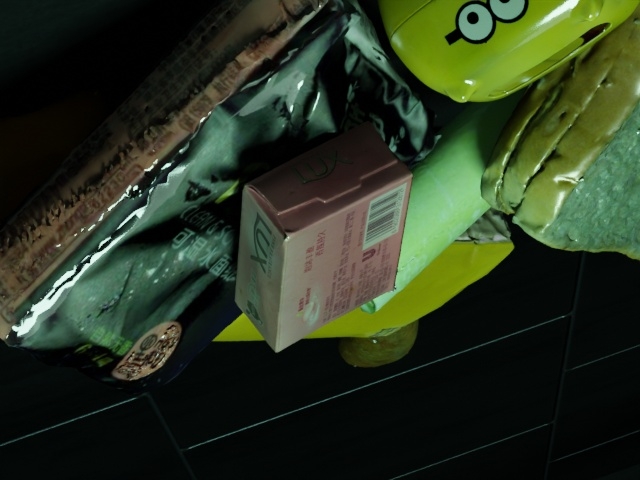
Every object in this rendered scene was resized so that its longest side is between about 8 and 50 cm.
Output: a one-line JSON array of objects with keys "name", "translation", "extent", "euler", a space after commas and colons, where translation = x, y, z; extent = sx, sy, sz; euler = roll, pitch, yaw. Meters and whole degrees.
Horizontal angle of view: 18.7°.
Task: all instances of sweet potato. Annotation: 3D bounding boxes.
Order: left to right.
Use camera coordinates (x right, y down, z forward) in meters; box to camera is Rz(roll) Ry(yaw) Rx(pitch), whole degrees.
[{"name": "sweet potato", "translation": [0.043, 0.072, 1.948], "extent": [0.108, 0.079, 0.346], "euler": [-11, 158, 10]}]

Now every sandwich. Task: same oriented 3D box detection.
[{"name": "sandwich", "translation": [0.273, -0.122, 1.485], "extent": [0.271, 0.099, 0.301], "euler": [3, 124, -57]}]

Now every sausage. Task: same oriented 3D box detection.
[{"name": "sausage", "translation": [-0.225, -0.046, 1.395], "extent": [0.179, 0.089, 0.089], "euler": [-27, 160, -9]}]

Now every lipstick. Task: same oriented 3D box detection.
[{"name": "lipstick", "translation": [0.120, -0.062, 1.523], "extent": [0.304, 0.076, 0.076], "euler": [-41, 164, -15]}]

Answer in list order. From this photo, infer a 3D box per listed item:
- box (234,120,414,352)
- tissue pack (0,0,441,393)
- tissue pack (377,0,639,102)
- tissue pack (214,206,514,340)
[{"name": "box", "translation": [0.000, 0.000, 1.345], "extent": [0.111, 0.060, 0.156], "euler": [-28, 150, -24]}, {"name": "tissue pack", "translation": [-0.079, -0.037, 1.378], "extent": [0.332, 0.123, 0.245], "euler": [-44, 159, 3]}, {"name": "tissue pack", "translation": [0.135, -0.173, 1.350], "extent": [0.178, 0.127, 0.123], "euler": [-31, 160, 28]}, {"name": "tissue pack", "translation": [0.007, 0.002, 1.655], "extent": [0.271, 0.134, 0.192], "euler": [0, 152, -42]}]
